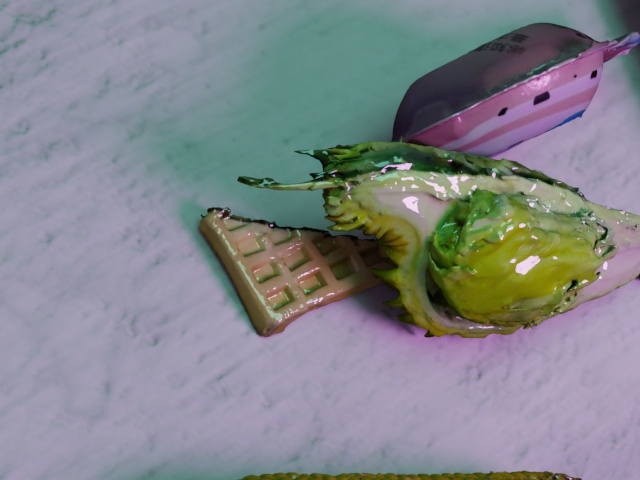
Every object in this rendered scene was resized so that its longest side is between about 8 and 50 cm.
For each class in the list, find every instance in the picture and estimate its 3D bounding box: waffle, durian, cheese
[{"bbox_3d":[0.000,0.000,1.391,0.152,0.023,0.097,-21,77,-29],"label":"waffle"},{"bbox_3d":[0.113,0.005,1.366,0.375,0.132,0.107,12,65,-38],"label":"durian"},{"bbox_3d":[0.148,-0.110,1.426,0.286,0.189,0.074,-24,90,-50],"label":"cheese"}]

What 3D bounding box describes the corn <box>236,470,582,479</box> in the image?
[{"bbox_3d":[0.058,0.195,1.272,0.293,0.106,0.106,1,65,-22],"label":"corn"}]
